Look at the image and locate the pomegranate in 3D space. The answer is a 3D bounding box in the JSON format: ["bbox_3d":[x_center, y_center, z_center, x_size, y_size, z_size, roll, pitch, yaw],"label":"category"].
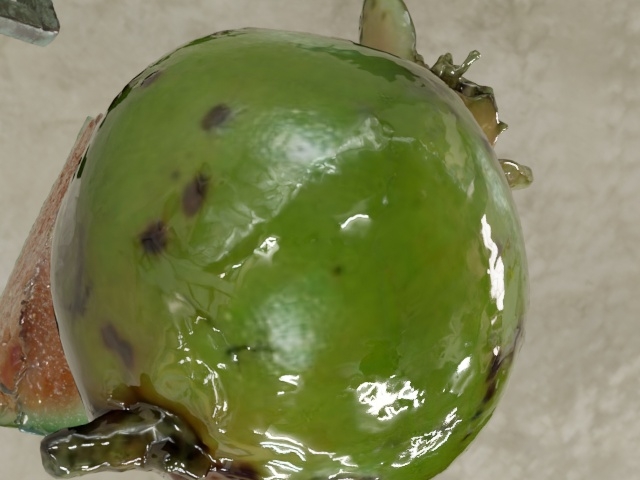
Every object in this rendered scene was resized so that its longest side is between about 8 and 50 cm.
[{"bbox_3d":[-0.006,-0.005,0.423,0.156,0.220,0.156,3,122,5],"label":"pomegranate"}]

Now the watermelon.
[{"bbox_3d":[-0.097,0.035,0.725,0.146,0.128,0.231,26,57,-16],"label":"watermelon"}]

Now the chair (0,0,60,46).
[{"bbox_3d":[-0.292,-0.218,0.856,0.147,0.270,0.136,-34,153,31],"label":"chair"}]
